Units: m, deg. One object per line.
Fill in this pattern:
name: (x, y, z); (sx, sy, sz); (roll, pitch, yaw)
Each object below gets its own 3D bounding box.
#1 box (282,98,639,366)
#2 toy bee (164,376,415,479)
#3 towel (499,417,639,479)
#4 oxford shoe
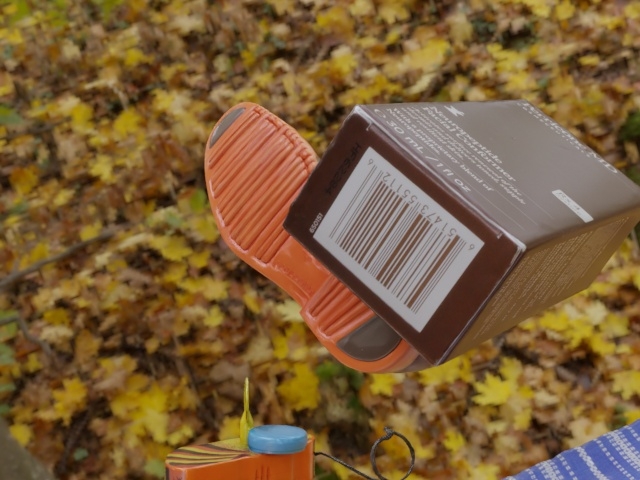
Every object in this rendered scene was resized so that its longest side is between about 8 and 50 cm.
box: (0.160, -0.027, 0.974); (0.381, 0.191, 0.143); (-13, -39, -58)
toy bee: (-0.065, 0.278, 1.236); (0.298, 0.195, 0.162); (23, -9, -28)
towel: (0.240, 0.234, 0.856); (0.336, 0.040, 0.243); (-24, 16, -5)
oxford shoe: (0.000, 0.000, 1.053); (0.130, 0.364, 0.132); (-44, -31, 16)
